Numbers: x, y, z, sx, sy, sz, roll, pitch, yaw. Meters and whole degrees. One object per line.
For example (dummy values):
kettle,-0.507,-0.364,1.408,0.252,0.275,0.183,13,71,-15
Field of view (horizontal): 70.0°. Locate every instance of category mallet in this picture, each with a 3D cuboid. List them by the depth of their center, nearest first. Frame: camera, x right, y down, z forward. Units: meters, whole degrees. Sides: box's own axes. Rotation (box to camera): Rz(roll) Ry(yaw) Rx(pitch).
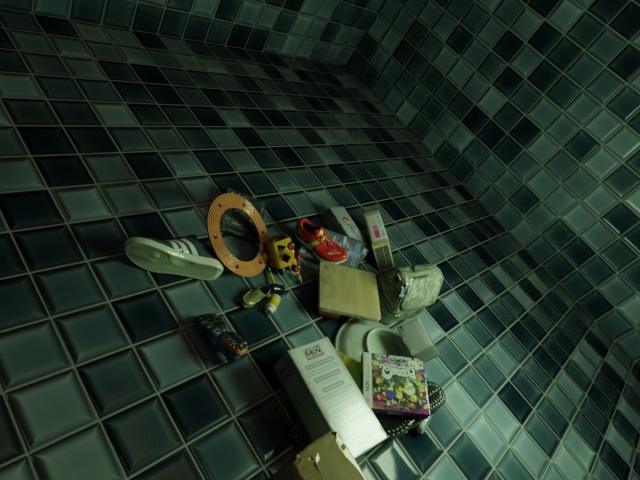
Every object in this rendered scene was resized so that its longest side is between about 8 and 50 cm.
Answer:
mallet,-0.192,0.140,1.839,0.062,0.039,0.190,19,33,-36

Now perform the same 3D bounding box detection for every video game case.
video game case,0.256,0.502,1.595,0.231,0.042,0.210,8,46,-2
video game case,0.052,0.035,2.074,0.274,0.026,0.196,19,46,2

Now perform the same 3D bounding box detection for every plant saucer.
plant saucer,0.243,0.458,1.792,0.400,0.101,0.401,22,39,-19

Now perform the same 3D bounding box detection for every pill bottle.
pill bottle,-0.183,0.242,1.723,0.043,0.043,0.083,32,36,-6

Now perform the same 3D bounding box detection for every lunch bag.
lunch bag,0.378,0.214,2.037,0.305,0.256,0.213,-4,52,-41

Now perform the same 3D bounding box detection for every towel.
towel,0.108,0.483,1.653,0.237,0.021,0.102,29,73,4

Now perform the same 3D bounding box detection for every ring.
ring,-0.316,-0.020,1.766,0.336,0.032,0.337,33,48,-46

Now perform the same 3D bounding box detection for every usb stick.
usb stick,-0.021,0.562,1.507,0.077,0.045,0.278,45,36,0

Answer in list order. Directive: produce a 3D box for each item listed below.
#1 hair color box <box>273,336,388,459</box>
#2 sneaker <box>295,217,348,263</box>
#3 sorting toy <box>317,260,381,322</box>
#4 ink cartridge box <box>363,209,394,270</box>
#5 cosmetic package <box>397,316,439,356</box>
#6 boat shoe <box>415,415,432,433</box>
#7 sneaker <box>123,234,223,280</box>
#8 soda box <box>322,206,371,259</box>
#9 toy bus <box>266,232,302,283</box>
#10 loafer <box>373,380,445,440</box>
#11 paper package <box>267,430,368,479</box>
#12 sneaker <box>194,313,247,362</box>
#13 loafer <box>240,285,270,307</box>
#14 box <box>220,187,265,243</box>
hair color box,0.027,0.513,1.462,0.185,0.114,0.375,-8,56,-44
sneaker,0.000,0.000,1.993,0.279,0.118,0.107,33,50,17
sorting toy,0.106,0.230,1.902,0.255,0.089,0.257,13,39,-11
ink cartridge box,0.287,0.000,2.253,0.088,0.193,0.235,-15,47,6
cosmetic package,0.394,0.407,1.830,0.127,0.107,0.238,65,6,28
boat shoe,0.396,0.643,1.749,0.075,0.083,0.226,20,30,25
sneaker,-0.514,0.032,1.617,0.350,0.131,0.148,22,39,-36
soda box,0.126,-0.034,2.239,0.098,0.091,0.286,-7,54,-41
toy bus,-0.156,0.073,1.852,0.104,0.191,0.202,-19,64,-17
loafer,0.278,0.624,1.602,0.365,0.130,0.134,-13,49,-22
paper package,-0.003,0.698,1.134,0.168,0.325,0.310,-13,58,-47
sneaker,-0.336,0.317,1.486,0.221,0.087,0.083,35,23,28
loafer,-0.242,0.203,1.711,0.056,0.050,0.148,44,36,11
box,-0.336,-0.107,1.966,0.183,0.059,0.233,20,40,-22
